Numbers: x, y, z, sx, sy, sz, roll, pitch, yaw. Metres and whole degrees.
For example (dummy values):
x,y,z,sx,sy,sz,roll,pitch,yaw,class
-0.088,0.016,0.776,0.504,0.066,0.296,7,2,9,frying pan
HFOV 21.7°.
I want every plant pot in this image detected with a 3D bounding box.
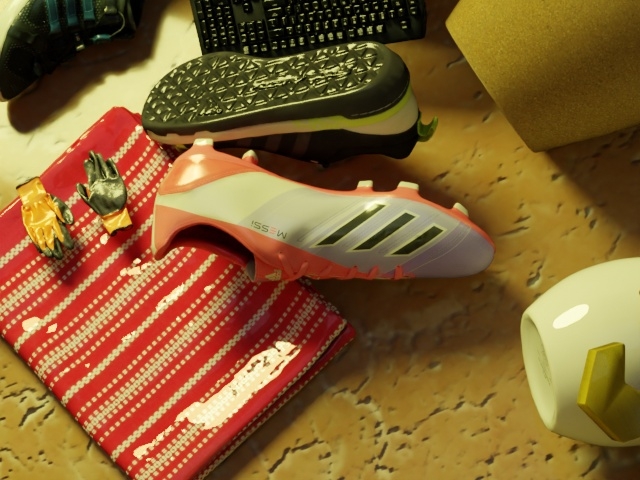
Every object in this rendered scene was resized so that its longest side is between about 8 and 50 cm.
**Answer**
x,y,z,sx,sy,sz,roll,pitch,yaw,class
0.225,-0.183,1.199,0.254,0.237,0.237,-34,65,9,plant pot

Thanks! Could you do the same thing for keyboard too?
x,y,z,sx,sy,sz,roll,pitch,yaw,class
-0.011,-0.160,1.272,0.192,0.038,0.100,-6,110,26,keyboard

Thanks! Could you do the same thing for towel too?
x,y,z,sx,sy,sz,roll,pitch,yaw,class
-0.134,0.042,1.257,0.199,0.031,0.275,-43,67,-8,towel

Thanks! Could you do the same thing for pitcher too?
x,y,z,sx,sy,sz,roll,pitch,yaw,class
0.241,0.051,1.149,0.207,0.125,0.177,-11,44,-6,pitcher

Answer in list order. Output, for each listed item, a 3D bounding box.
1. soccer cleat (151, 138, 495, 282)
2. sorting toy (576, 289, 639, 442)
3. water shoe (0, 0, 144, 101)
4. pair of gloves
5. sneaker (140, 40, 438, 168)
x,y,z,sx,sy,sz,roll,pitch,yaw,class
0.000,0.000,1.208,0.248,0.083,0.095,15,66,3,soccer cleat
0.272,0.177,1.048,0.229,0.041,0.307,-43,95,-7,sorting toy
-0.189,-0.185,1.340,0.080,0.073,0.203,33,77,19,water shoe
-0.188,-0.027,1.272,0.083,0.010,0.074,-24,66,-1,pair of gloves
-0.027,-0.084,1.259,0.235,0.097,0.084,0,49,29,sneaker
